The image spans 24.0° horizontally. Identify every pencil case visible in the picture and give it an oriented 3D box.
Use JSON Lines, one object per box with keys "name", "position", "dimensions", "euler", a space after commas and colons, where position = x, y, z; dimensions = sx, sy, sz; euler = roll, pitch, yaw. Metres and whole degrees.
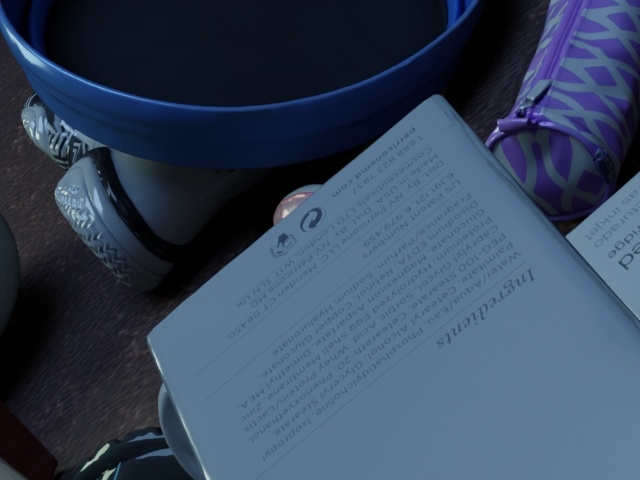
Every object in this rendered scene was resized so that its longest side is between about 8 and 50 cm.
{"name": "pencil case", "position": [0.161, -0.103, 0.940], "dimensions": [0.086, 0.088, 0.206], "euler": [-18, 33, 38]}

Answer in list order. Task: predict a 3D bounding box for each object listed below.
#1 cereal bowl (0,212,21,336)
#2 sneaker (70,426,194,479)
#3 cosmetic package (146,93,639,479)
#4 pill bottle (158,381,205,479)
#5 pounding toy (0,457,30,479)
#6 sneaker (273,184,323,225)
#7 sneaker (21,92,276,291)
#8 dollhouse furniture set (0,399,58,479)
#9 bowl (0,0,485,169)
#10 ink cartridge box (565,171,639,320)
{"name": "cereal bowl", "position": [-0.397, 0.100, 1.366], "dimensions": [0.339, 0.141, 0.339], "euler": [-33, 26, 19]}
{"name": "sneaker", "position": [-0.134, 0.191, 0.915], "dimensions": [0.267, 0.101, 0.106], "euler": [-24, 60, 21]}
{"name": "cosmetic package", "position": [0.084, 0.112, 0.481], "dimensions": [0.138, 0.224, 0.225], "euler": [-40, 36, 4]}
{"name": "pill bottle", "position": [0.009, 0.052, 0.856], "dimensions": [0.117, 0.117, 0.208], "euler": [-18, 24, 42]}
{"name": "pounding toy", "position": [-0.071, 0.201, 0.681], "dimensions": [0.110, 0.237, 0.183], "euler": [-17, 16, -25]}
{"name": "sneaker", "position": [0.000, 0.000, 1.050], "dimensions": [0.134, 0.051, 0.070], "euler": [-2, 40, 49]}
{"name": "sneaker", "position": [-0.138, -0.104, 1.339], "dimensions": [0.210, 0.137, 0.366], "euler": [-39, 29, 2]}
{"name": "dollhouse furniture set", "position": [-0.358, 0.261, 1.025], "dimensions": [0.201, 0.152, 0.374], "euler": [-21, 31, 38]}
{"name": "bowl", "position": [-0.061, -0.201, 1.206], "dimensions": [0.391, 0.077, 0.391], "euler": [-1, 45, 1]}
{"name": "ink cartridge box", "position": [0.256, 0.022, 0.537], "dimensions": [0.223, 0.129, 0.307], "euler": [-41, 25, 2]}
